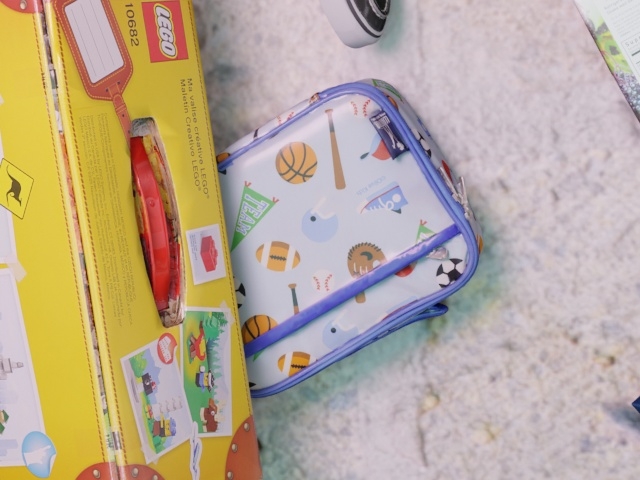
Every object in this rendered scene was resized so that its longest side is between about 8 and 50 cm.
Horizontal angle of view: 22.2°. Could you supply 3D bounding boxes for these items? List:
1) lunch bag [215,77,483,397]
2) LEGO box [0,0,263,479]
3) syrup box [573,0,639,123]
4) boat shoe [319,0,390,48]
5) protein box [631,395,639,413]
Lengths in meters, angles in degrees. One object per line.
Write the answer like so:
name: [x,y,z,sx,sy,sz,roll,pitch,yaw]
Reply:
lunch bag: [0.000,0.000,1.549,0.303,0.115,0.243,-30,93,13]
LEGO box: [-0.284,-0.004,1.489,0.373,0.193,0.500,-4,97,36]
syrup box: [0.310,-0.168,1.483,0.096,0.093,0.236,-30,91,12]
boat shoe: [0.044,-0.334,1.501,0.105,0.113,0.306,-7,86,25]
protein box: [0.409,0.181,1.440,0.136,0.200,0.201,-41,89,-3]
